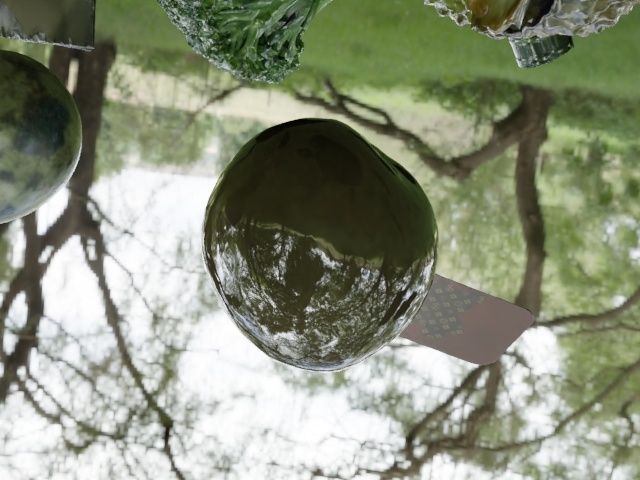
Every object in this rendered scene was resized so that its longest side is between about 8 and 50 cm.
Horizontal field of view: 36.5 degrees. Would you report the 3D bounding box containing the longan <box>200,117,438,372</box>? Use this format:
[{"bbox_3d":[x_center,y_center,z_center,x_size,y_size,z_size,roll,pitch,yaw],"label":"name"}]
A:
[{"bbox_3d":[0.000,0.000,0.914,0.215,0.246,0.246,7,-172,15],"label":"longan"}]

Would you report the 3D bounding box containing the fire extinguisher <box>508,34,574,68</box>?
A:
[{"bbox_3d":[0.288,-0.407,1.437,0.118,0.294,0.093,-5,-149,41],"label":"fire extinguisher"}]

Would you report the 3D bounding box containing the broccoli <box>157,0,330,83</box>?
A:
[{"bbox_3d":[-0.075,-0.317,1.134,0.242,0.269,0.261,-1,-135,10],"label":"broccoli"}]

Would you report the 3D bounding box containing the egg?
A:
[{"bbox_3d":[-0.280,-0.081,0.798,0.182,0.141,0.141,-13,177,31],"label":"egg"}]

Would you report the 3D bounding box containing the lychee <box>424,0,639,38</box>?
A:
[{"bbox_3d":[0.168,-0.288,0.765,0.270,0.320,0.270,29,173,4],"label":"lychee"}]

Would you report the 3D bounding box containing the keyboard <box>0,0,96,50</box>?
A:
[{"bbox_3d":[-0.331,-0.266,1.119,0.197,0.074,0.015,14,-168,29],"label":"keyboard"}]

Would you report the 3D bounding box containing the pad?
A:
[{"bbox_3d":[0.175,0.111,1.482,0.267,0.181,0.004,20,-129,-8],"label":"pad"}]
